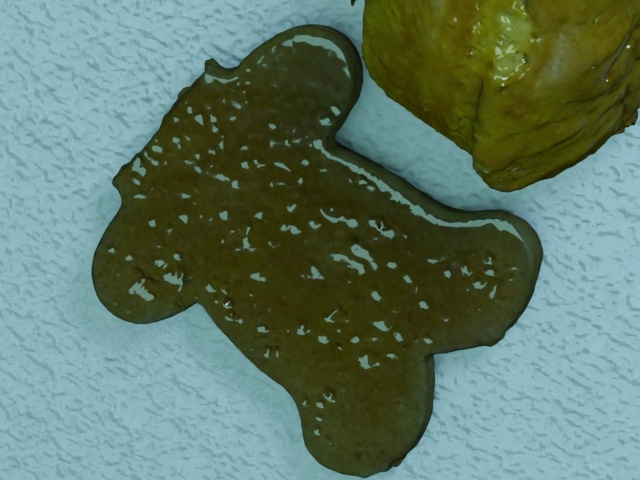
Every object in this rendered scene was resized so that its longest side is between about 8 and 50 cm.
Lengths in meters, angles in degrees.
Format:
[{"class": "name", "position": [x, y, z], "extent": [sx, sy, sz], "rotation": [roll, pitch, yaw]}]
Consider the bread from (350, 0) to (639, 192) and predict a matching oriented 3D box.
[{"class": "bread", "position": [0.208, -0.230, 1.658], "extent": [0.215, 0.398, 0.398], "rotation": [30, 111, 18]}]

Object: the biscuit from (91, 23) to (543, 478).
[{"class": "biscuit", "position": [0.000, 0.000, 1.932], "extent": [0.394, 0.076, 0.368], "rotation": [36, 111, -2]}]
